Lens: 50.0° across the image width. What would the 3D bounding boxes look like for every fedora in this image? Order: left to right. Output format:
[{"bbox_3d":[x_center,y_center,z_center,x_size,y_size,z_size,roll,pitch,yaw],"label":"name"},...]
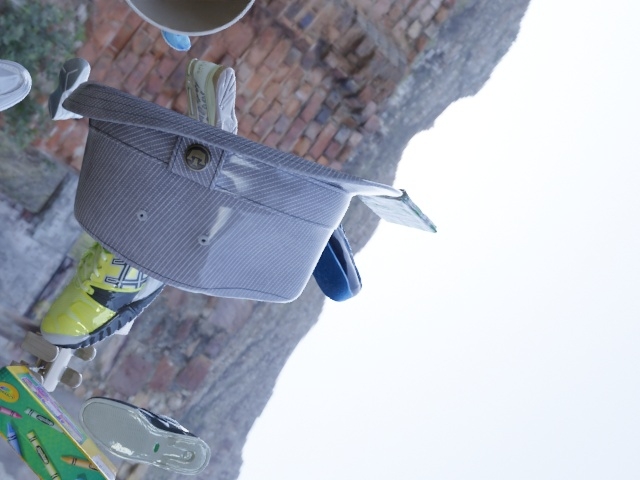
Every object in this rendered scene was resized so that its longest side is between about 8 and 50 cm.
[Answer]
[{"bbox_3d":[-0.084,-0.027,0.559,0.243,0.275,0.125,-142,-108,-77],"label":"fedora"}]

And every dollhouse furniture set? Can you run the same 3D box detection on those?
[{"bbox_3d":[-0.599,0.266,1.680,0.242,0.160,0.212,-64,171,-7],"label":"dollhouse furniture set"}]

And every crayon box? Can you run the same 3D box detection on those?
[{"bbox_3d":[-0.485,0.349,1.224,0.081,0.278,0.165,-42,-179,-17],"label":"crayon box"}]

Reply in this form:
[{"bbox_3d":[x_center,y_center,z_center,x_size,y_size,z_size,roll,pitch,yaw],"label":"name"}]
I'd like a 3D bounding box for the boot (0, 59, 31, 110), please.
[{"bbox_3d":[-0.586,-0.251,1.105,0.258,0.095,0.123,-20,-169,-35],"label":"boot"}]

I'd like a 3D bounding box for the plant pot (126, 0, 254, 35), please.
[{"bbox_3d":[-0.239,-0.549,1.248,0.256,0.256,0.274,-42,-146,22],"label":"plant pot"}]

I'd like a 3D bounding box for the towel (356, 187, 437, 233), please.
[{"bbox_3d":[0.127,-0.057,1.166,0.113,0.152,0.023,17,-101,35],"label":"towel"}]

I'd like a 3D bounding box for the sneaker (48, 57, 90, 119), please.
[{"bbox_3d":[-0.434,-0.269,1.219,0.152,0.061,0.054,-40,-117,44],"label":"sneaker"}]

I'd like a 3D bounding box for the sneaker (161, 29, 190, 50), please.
[{"bbox_3d":[-0.385,-0.573,1.800,0.073,0.162,0.063,9,-135,42],"label":"sneaker"}]

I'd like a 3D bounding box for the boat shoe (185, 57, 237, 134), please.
[{"bbox_3d":[-0.237,-0.256,1.459,0.285,0.089,0.105,102,15,-44],"label":"boat shoe"}]

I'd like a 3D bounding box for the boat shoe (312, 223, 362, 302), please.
[{"bbox_3d":[0.000,0.000,1.336,0.109,0.089,0.259,-25,-101,31],"label":"boat shoe"}]

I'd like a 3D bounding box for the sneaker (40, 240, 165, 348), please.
[{"bbox_3d":[-0.295,0.005,1.054,0.384,0.147,0.145,-44,-140,0],"label":"sneaker"}]

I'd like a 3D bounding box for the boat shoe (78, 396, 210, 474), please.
[{"bbox_3d":[-0.302,0.329,1.168,0.084,0.233,0.079,-62,-161,-4],"label":"boat shoe"}]
